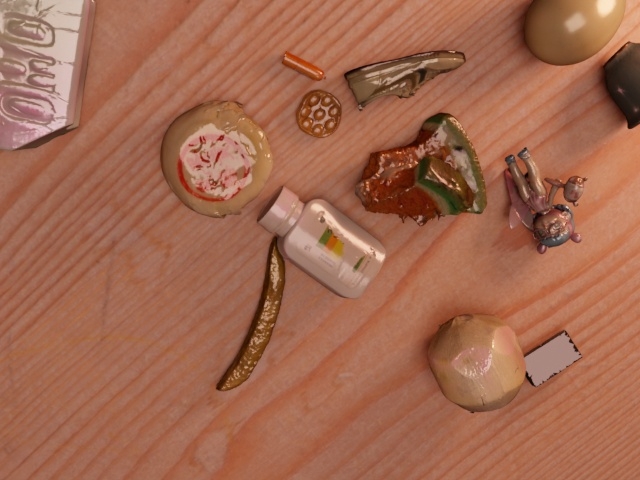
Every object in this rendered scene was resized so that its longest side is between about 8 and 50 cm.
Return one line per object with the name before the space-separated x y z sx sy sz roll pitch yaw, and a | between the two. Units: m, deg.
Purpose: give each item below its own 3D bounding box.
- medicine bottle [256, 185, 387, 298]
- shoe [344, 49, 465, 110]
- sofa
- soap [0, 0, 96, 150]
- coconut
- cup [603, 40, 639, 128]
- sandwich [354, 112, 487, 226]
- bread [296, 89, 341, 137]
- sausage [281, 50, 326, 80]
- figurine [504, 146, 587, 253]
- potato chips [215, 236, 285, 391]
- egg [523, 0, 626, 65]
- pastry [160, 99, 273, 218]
medicine bottle | 0.000 0.000 1.815 0.296 0.111 0.161 37 78 -12
shoe | 0.194 -0.367 1.761 0.274 0.103 0.098 -13 106 3
sofa | 0.578 0.297 1.989 0.147 0.060 0.085 -34 88 2
soap | -0.609 -0.361 1.660 0.208 0.115 0.347 11 102 -8
coconut | 0.371 0.275 1.873 0.227 0.227 0.231 -20 105 -2
cup | 0.729 -0.376 1.791 0.150 0.199 0.199 44 95 4
sandwich | 0.224 -0.143 1.784 0.300 0.162 0.251 -17 101 -5
bread | -0.003 -0.289 1.792 0.109 0.024 0.110 -2 105 -7
sausage | -0.035 -0.388 1.762 0.107 0.031 0.031 24 100 -13
figurine | 0.537 -0.105 1.851 0.205 0.103 0.260 -25 102 26
potato chips | -0.148 0.192 1.873 0.080 0.057 0.407 19 100 -8
egg | 0.560 -0.492 1.726 0.241 0.186 0.186 -42 104 -4
pastry | -0.229 -0.180 1.741 0.264 0.133 0.265 -2 102 -10
